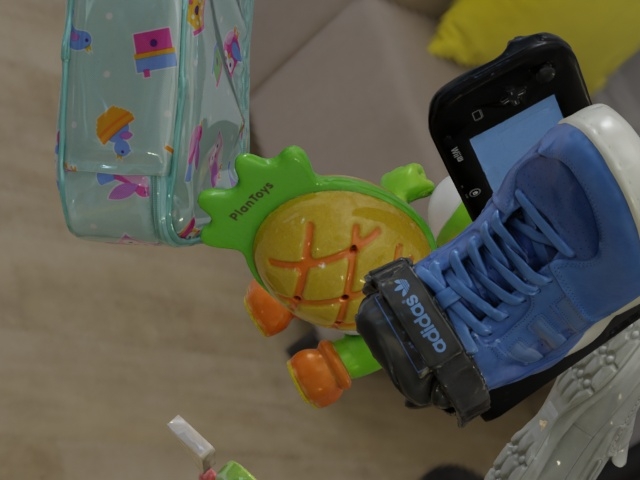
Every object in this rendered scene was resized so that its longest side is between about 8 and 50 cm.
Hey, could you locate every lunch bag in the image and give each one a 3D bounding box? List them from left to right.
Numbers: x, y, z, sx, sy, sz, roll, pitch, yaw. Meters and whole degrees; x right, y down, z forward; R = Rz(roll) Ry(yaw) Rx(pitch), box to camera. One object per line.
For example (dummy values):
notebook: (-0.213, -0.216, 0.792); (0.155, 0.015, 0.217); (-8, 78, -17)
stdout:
lunch bag: (-0.117, -0.136, 1.245); (0.224, 0.107, 0.279); (-6, 101, -76)

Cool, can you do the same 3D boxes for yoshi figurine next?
yoshi figurine: (0.110, 0.022, 1.691); (0.203, 0.362, 0.203); (52, 9, -39)

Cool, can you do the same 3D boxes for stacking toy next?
stacking toy: (-0.120, 0.395, 2.010); (0.309, 0.130, 0.279); (29, -27, 51)

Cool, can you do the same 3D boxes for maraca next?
maraca: (0.000, 0.000, 1.124); (0.185, 0.127, 0.099); (32, 29, -27)

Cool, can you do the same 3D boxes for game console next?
game console: (0.152, -0.010, 1.123); (0.044, 0.213, 0.361); (53, -2, 37)

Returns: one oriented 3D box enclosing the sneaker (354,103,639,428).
sneaker: (0.056, 0.015, 0.503); (0.084, 0.152, 0.058); (-26, 75, -13)

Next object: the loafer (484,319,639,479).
loafer: (0.316, 0.213, 1.833); (0.111, 0.319, 0.112); (30, 18, -19)
